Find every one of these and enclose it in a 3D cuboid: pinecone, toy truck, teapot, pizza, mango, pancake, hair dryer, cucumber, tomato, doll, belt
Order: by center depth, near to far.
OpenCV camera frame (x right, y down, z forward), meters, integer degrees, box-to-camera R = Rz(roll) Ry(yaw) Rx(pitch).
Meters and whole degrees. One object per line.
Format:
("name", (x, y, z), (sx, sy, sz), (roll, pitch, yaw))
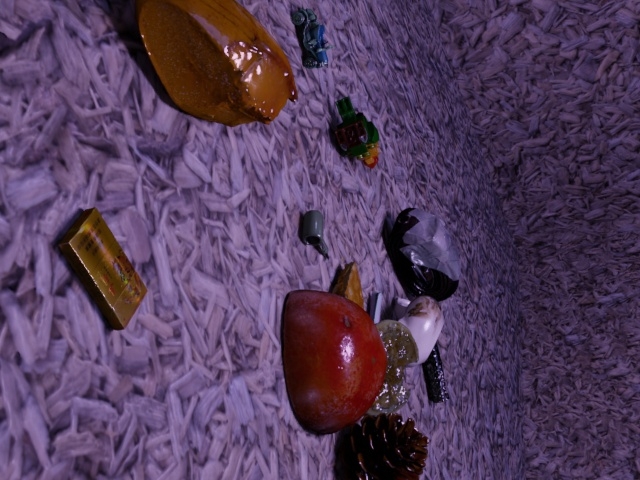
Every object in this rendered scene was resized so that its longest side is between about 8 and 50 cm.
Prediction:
("mango", (-0.188, -0.316, 1.340), (0.350, 0.201, 0.199), (41, 7, -45))
("tomato", (0.050, 0.252, 1.672), (0.338, 0.144, 0.338), (36, 49, -56))
("pinecone", (0.147, 0.471, 1.733), (0.208, 0.208, 0.208), (-11, 90, -67))
("hair dryer", (0.000, 0.000, 1.797), (0.150, 0.047, 0.071), (60, 27, -51))
("pizza", (0.064, 0.130, 1.877), (0.134, 0.046, 0.175), (38, 46, -59))
("pancake", (0.160, 0.312, 1.925), (0.253, 0.037, 0.253), (-4, 95, -47))
("toy truck", (-0.011, -0.503, 1.949), (0.080, 0.078, 0.154), (-37, 113, -67))
("doll", (0.101, -0.271, 2.073), (0.186, 0.106, 0.134), (44, 29, -54))
("teapot", (0.248, 0.239, 2.137), (0.298, 0.139, 0.204), (-47, 159, -74))
("belt", (0.304, 0.052, 2.312), (0.289, 0.184, 0.164), (59, 34, -29))
("cucumber", (0.342, 0.369, 2.405), (0.067, 0.067, 0.245), (-4, 83, -67))

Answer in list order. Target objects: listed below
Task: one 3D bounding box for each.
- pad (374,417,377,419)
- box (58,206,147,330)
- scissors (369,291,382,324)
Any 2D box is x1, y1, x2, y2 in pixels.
("pad", (0.163, 0.525, 1.987), (0.181, 0.004, 0.267), (37, 46, -58))
("box", (-0.298, 0.040, 1.093), (0.089, 0.022, 0.156), (-67, 140, -52))
("scissors", (0.133, 0.242, 2.007), (0.125, 0.030, 0.256), (54, 35, -48))
